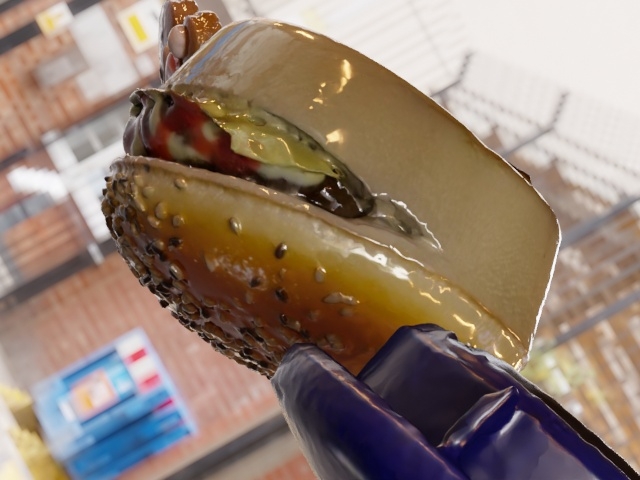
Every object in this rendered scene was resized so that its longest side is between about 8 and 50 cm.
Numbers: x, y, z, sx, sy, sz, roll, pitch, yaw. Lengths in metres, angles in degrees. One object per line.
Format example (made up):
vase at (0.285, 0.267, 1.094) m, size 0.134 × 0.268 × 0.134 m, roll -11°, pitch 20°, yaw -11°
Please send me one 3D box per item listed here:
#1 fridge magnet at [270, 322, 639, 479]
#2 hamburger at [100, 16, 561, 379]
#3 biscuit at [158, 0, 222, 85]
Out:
fridge magnet at (0.088, 0.135, 0.922) m, size 0.265 × 0.112 × 0.265 m, roll 42°, pitch -4°, yaw 4°
hamburger at (0.000, 0.000, 1.180) m, size 0.300 × 0.176 × 0.300 m, roll 30°, pitch -14°, yaw 8°
biscuit at (-0.109, -0.099, 1.686) m, size 0.205 × 0.049 × 0.324 m, roll 97°, pitch -17°, yaw -45°
